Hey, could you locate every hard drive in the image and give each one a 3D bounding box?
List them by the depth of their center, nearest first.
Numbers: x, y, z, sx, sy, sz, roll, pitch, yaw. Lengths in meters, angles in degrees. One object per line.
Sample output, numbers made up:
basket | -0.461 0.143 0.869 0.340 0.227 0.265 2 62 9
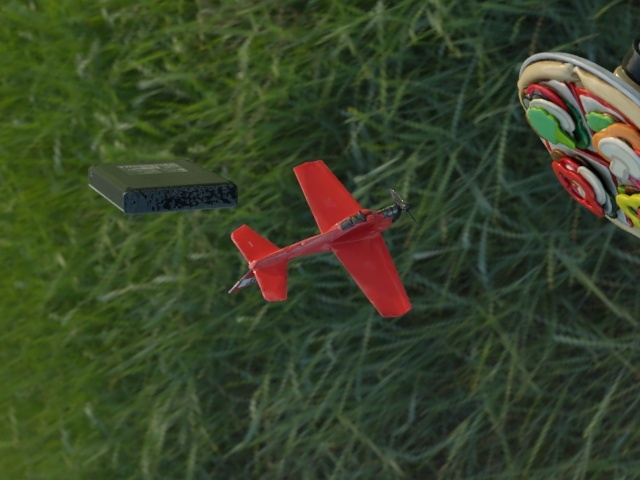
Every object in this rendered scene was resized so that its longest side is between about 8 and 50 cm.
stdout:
hard drive | -0.135 -0.047 1.023 0.135 0.094 0.022 -153 60 -65

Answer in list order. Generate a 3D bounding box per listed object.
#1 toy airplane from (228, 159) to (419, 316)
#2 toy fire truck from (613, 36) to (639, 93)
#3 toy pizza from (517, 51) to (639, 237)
toy airplane | 0.000 0.000 0.889 0.151 0.151 0.028 36 155 20
toy fire truck | 0.445 -0.099 1.347 0.246 0.217 0.158 54 143 29
toy pizza | 0.218 -0.057 0.917 0.201 0.032 0.201 46 171 10
